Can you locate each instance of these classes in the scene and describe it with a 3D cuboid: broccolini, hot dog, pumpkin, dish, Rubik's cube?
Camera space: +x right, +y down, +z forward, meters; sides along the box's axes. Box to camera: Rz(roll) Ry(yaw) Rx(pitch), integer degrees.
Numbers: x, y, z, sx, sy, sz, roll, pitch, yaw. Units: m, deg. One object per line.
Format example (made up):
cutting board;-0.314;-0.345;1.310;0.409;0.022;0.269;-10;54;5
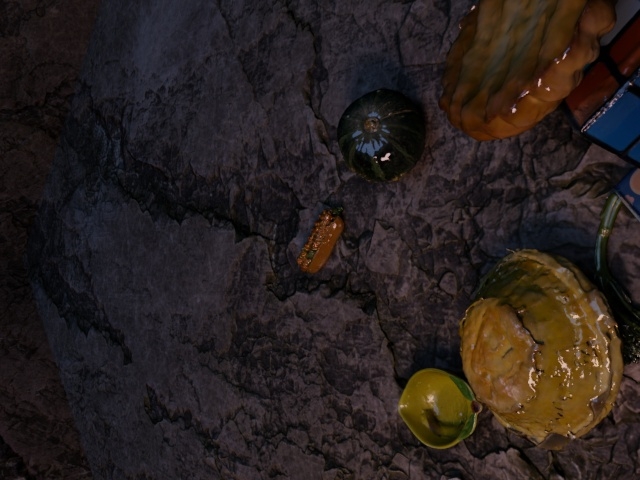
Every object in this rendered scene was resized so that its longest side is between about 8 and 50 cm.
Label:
broccolini;0.475;0.059;1.011;0.123;0.062;0.271;-4;85;43
hot dog;0.000;0.000;1.550;0.072;0.055;0.188;50;126;38
pumpkin;0.123;-0.211;1.340;0.190;0.146;0.190;-15;58;25
dish;0.244;0.313;1.254;0.208;0.080;0.148;-15;77;49
Rubik's cube;0.445;-0.227;0.915;0.183;0.167;0.180;-52;27;32

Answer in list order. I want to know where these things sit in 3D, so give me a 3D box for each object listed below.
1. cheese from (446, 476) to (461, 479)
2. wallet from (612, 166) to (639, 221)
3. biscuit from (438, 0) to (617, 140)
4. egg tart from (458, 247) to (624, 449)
cheese;0.284;0.571;1.228;0.127;0.054;0.251;-32;66;41
wallet;0.534;-0.097;0.937;0.202;0.059;0.141;-53;46;32
biscuit;0.300;-0.291;0.953;0.325;0.107;0.325;-53;26;41
egg tart;0.329;0.180;1.083;0.341;0.132;0.341;17;110;59
